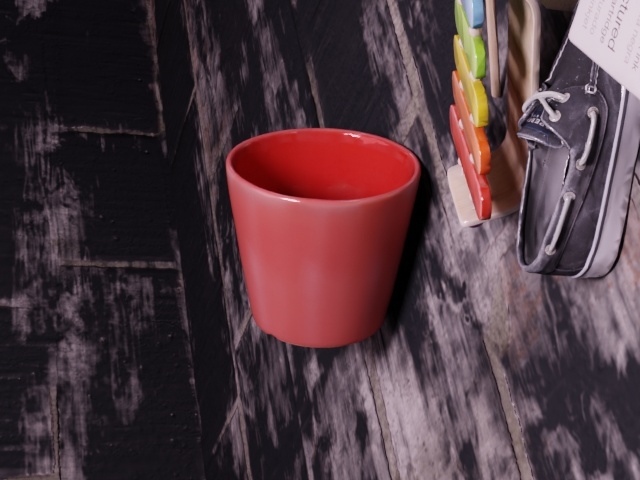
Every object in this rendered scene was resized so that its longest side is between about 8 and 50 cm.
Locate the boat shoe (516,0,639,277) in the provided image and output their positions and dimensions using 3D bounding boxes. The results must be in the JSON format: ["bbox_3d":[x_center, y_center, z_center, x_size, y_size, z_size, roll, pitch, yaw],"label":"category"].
[{"bbox_3d":[0.246,-0.112,1.123,0.108,0.102,0.301,-146,60,-67],"label":"boat shoe"}]

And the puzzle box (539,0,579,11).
[{"bbox_3d":[0.270,-0.478,1.176,0.272,0.052,0.409,-111,31,-49],"label":"puzzle box"}]

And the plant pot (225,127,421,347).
[{"bbox_3d":[0.000,0.000,1.601,0.275,0.275,0.243,-125,33,-59],"label":"plant pot"}]

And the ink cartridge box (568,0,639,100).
[{"bbox_3d":[0.354,-0.177,0.735,0.395,0.166,0.285,-118,35,-54],"label":"ink cartridge box"}]

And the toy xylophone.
[{"bbox_3d":[0.176,-0.182,1.231,0.236,0.081,0.322,-97,1,-61],"label":"toy xylophone"}]
